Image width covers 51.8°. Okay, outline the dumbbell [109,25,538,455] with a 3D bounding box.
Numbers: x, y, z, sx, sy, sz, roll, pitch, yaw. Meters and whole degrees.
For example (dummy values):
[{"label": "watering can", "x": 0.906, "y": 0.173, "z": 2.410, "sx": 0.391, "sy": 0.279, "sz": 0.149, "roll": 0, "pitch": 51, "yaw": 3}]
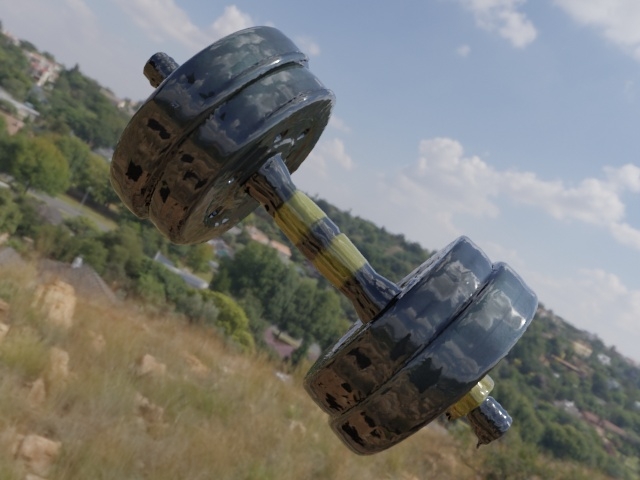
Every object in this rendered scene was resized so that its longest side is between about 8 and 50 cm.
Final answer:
[{"label": "dumbbell", "x": 0.000, "y": 0.000, "z": 0.505, "sx": 0.388, "sy": 0.185, "sz": 0.185, "roll": 48, "pitch": 5, "yaw": 5}]
